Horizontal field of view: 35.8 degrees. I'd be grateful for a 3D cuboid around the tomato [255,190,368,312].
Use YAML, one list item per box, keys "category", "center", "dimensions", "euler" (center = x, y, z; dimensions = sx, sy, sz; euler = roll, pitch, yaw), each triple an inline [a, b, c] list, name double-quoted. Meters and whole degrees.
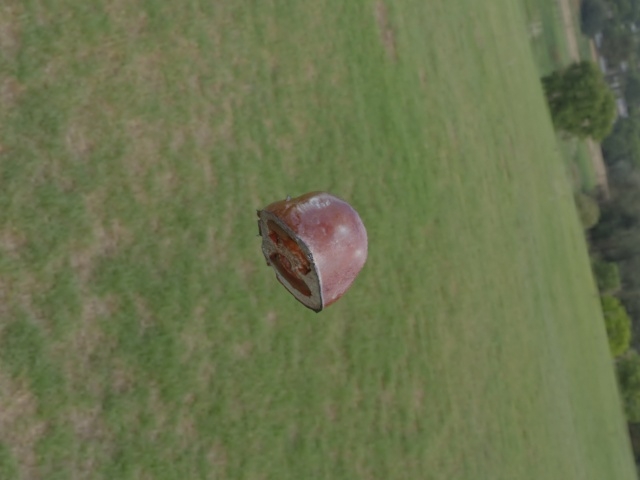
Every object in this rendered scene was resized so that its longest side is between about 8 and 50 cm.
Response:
- category: "tomato"
  center: [0.000, 0.000, 1.673]
  dimensions: [0.181, 0.155, 0.214]
  euler: [49, -22, 23]
